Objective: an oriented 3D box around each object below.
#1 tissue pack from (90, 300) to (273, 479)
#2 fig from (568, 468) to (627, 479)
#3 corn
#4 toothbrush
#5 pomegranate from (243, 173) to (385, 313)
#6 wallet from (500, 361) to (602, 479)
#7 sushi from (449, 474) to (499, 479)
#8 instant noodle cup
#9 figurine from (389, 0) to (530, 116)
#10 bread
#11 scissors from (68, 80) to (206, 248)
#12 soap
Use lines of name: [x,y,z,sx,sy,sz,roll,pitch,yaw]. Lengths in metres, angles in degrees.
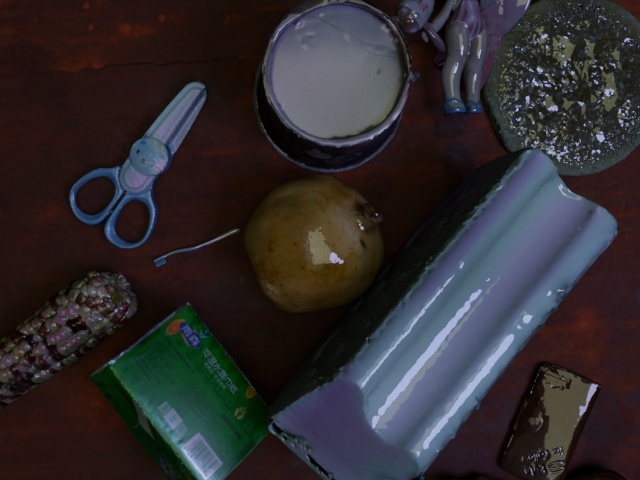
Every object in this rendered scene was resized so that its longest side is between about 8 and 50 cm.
tissue pack: [-0.191,0.218,0.889,0.148,0.156,0.209,-40,94,-36]
fig: [0.389,0.376,0.961,0.125,0.089,0.088,3,94,29]
corn: [-0.375,0.140,0.897,0.280,0.092,0.092,-36,95,4]
toothbrush: [-0.175,0.008,0.932,0.131,0.011,0.013,-22,82,-1]
pomegranate: [0.000,0.000,0.857,0.196,0.196,0.196,0,94,-3]
wallet: [0.334,0.273,0.958,0.095,0.026,0.176,23,93,16]
sushi: [0.242,0.448,0.892,0.213,0.200,0.204,16,94,-17]
instant noodle cup: [0.016,-0.196,0.832,0.218,0.207,0.217,0,94,-2]
figurine: [0.167,-0.297,0.879,0.205,0.103,0.260,-5,97,-21]
bread: [0.359,-0.223,0.931,0.267,0.040,0.266,0,94,-2]
scissors: [-0.238,-0.114,0.910,0.125,0.030,0.256,36,94,-4]
soap: [0.130,0.110,0.821,0.156,0.261,0.446,41,83,-4]
